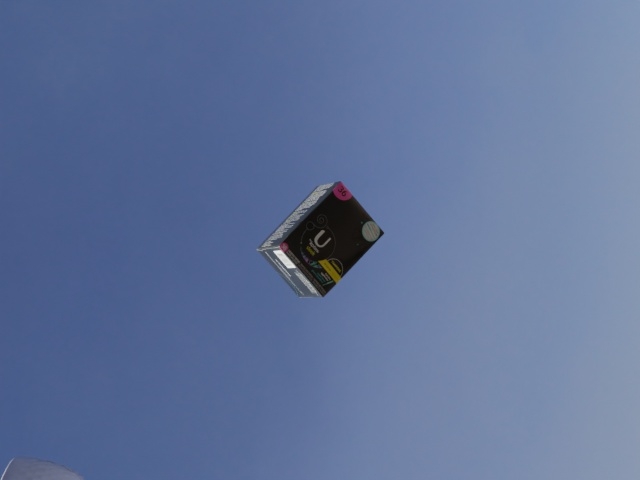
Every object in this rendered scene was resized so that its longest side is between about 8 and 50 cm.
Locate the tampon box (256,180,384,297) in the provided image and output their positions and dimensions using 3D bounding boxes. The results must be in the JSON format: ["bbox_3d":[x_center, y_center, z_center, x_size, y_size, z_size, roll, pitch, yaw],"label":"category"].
[{"bbox_3d":[0.000,0.000,2.032,0.161,0.101,0.120,-47,-74,-19],"label":"tampon box"}]

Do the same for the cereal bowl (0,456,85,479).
[{"bbox_3d":[-0.317,0.428,1.411,0.339,0.141,0.338,-170,90,-85],"label":"cereal bowl"}]
